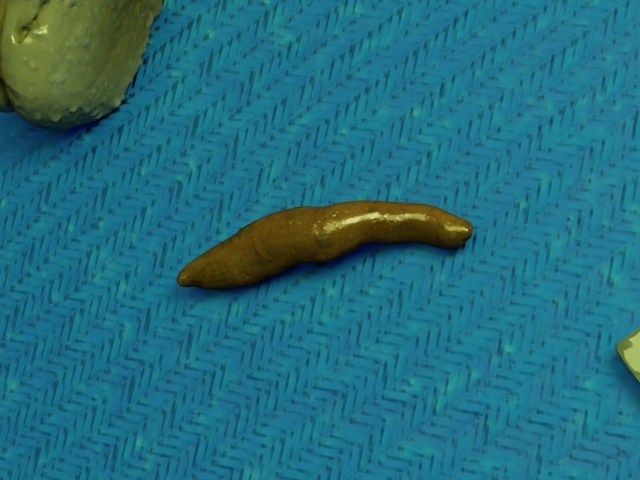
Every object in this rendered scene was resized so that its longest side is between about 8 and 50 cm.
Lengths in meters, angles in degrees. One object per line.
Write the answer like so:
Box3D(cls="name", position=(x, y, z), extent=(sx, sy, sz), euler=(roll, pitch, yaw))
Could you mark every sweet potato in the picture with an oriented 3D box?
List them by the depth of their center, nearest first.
Box3D(cls="sweet potato", position=(-0.002, -0.001, 0.815), extent=(0.179, 0.044, 0.044), euler=(-13, 69, 18))

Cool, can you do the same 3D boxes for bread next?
Box3D(cls="bread", position=(-0.143, -0.241, 0.877), extent=(0.102, 0.183, 0.337), euler=(17, 80, 18))

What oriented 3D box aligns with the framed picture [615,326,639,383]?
Box3D(cls="framed picture", position=(0.314, 0.100, 0.667), extent=(0.232, 0.019, 0.296), euler=(-35, 63, 7))
